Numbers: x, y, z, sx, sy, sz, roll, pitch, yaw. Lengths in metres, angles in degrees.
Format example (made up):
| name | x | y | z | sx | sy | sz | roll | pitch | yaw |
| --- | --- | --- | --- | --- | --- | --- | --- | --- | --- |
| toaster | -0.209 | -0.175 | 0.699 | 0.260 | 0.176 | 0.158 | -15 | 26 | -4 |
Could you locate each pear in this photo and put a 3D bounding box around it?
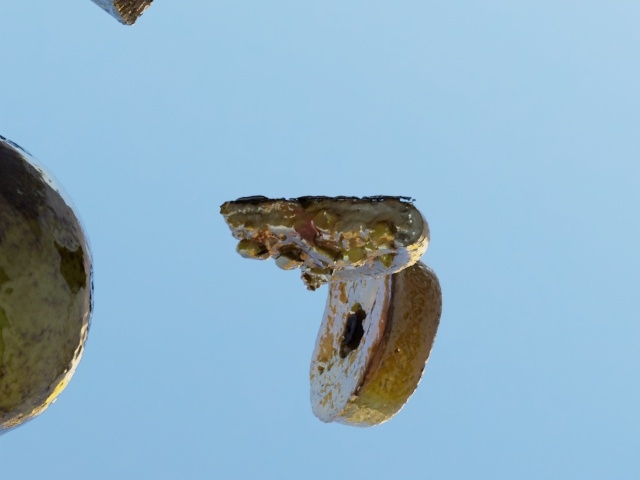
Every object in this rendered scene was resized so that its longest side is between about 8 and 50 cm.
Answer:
| name | x | y | z | sx | sy | sz | roll | pitch | yaw |
| --- | --- | --- | --- | --- | --- | --- | --- | --- | --- |
| pear | -0.222 | 0.034 | 1.119 | 0.197 | 0.197 | 0.197 | 8 | -142 | -7 |

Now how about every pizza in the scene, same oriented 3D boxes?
| name | x | y | z | sx | sy | sz | roll | pitch | yaw |
| --- | --- | --- | --- | --- | --- | --- | --- | --- | --- |
| pizza | 0.000 | 0.000 | 1.216 | 0.131 | 0.178 | 0.041 | 13 | -104 | -34 |

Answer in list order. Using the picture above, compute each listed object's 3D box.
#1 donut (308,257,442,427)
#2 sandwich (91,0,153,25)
| name | x | y | z | sx | sy | sz | roll | pitch | yaw |
| --- | --- | --- | --- | --- | --- | --- | --- | --- | --- |
| donut | 0.055 | 0.090 | 1.856 | 0.074 | 0.174 | 0.190 | 18 | -104 | -22 |
| sandwich | -0.307 | -0.376 | 2.118 | 0.271 | 0.301 | 0.099 | 32 | -97 | 8 |
